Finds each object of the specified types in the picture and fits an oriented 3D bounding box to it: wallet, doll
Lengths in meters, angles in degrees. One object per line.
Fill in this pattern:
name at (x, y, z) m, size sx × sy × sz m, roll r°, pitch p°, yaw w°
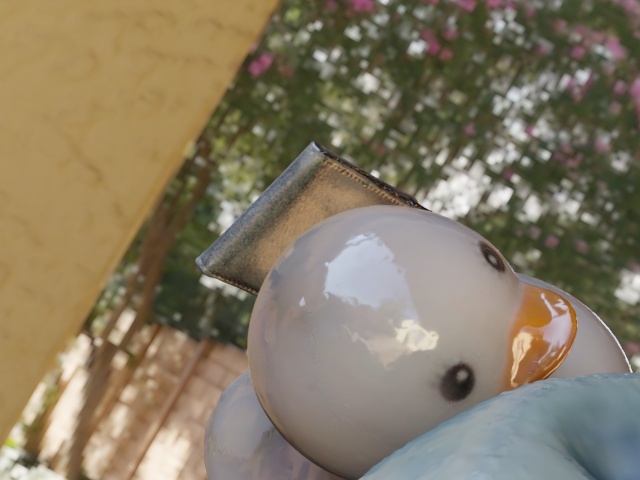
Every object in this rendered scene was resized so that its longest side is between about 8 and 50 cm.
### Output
wallet at (-0.001, -0.002, 1.544) m, size 0.222 × 0.167 × 0.036 m, roll 26°, pitch 23°, yaw -54°
doll at (0.032, 0.078, 0.805) m, size 0.251 × 0.221 × 0.221 m, roll -16°, pitch -38°, yaw 42°

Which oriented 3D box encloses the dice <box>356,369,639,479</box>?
dice at (0.129, 0.223, 0.579) m, size 0.265 × 0.262 × 0.268 m, roll 5°, pitch 35°, yaw -30°
